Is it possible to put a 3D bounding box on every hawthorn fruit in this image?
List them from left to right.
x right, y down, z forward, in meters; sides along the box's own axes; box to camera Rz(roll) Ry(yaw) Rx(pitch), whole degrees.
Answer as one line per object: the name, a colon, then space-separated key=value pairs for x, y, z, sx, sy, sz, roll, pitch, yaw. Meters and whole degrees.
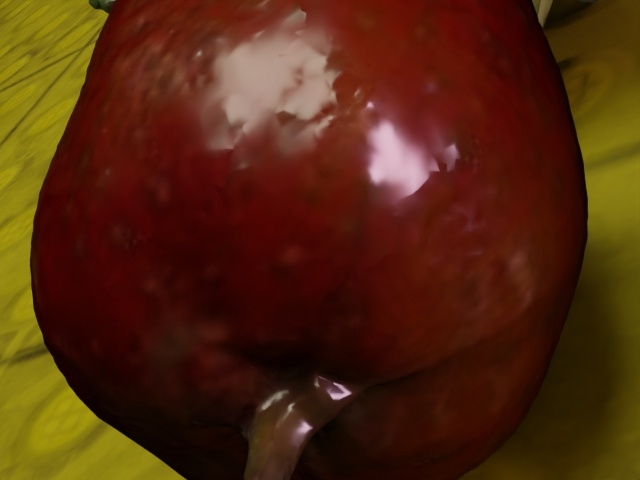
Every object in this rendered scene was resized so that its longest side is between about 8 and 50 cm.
hawthorn fruit: x=0.000 y=0.000 z=0.427 sx=0.215 sy=0.215 sz=0.249 roll=-27 pitch=34 yaw=20

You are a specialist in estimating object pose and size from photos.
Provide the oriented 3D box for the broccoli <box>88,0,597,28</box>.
broccoli: x=0.043 y=-0.198 z=0.639 sx=0.324 sy=0.272 sz=0.334 roll=-44 pitch=-6 yaw=-18
